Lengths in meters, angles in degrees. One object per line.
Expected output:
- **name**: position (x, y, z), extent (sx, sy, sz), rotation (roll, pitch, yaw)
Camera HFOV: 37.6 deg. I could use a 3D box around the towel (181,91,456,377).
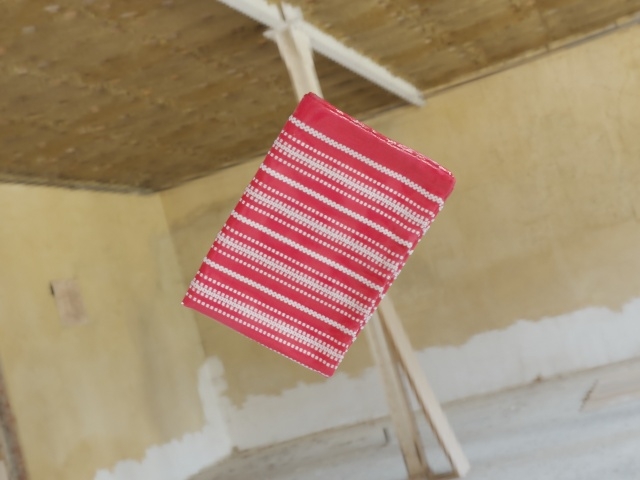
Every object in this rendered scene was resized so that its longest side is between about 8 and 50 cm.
- **towel**: position (0.000, 0.000, 1.021), extent (0.275, 0.199, 0.031), rotation (-58, 14, 10)
